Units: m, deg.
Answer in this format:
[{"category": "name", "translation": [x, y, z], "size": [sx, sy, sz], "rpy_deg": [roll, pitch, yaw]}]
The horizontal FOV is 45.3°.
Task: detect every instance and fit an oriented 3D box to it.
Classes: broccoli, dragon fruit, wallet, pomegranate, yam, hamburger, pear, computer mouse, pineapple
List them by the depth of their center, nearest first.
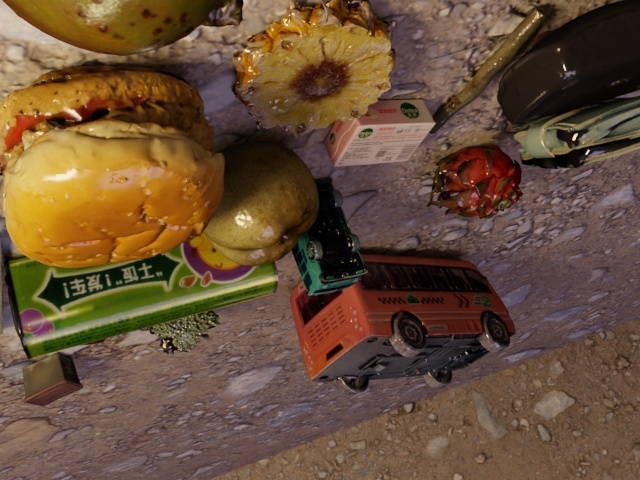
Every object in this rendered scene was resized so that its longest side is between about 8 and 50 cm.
[{"category": "pomegranate", "translation": [-0.151, -0.225, 0.490], "size": [0.198, 0.198, 0.246], "rpy_deg": [-33, 153, 21]}, {"category": "hamburger", "translation": [-0.214, -0.067, 0.790], "size": [0.244, 0.163, 0.244], "rpy_deg": [-20, 157, -9]}, {"category": "pineapple", "translation": [-0.002, -0.191, 0.858], "size": [0.221, 0.047, 0.221], "rpy_deg": [-18, 154, -9]}, {"category": "pear", "translation": [-0.080, -0.044, 0.979], "size": [0.167, 0.136, 0.167], "rpy_deg": [-37, 162, -14]}, {"category": "computer mouse", "translation": [0.359, -0.242, 0.982], "size": [0.269, 0.100, 0.170], "rpy_deg": [-17, 168, -16]}, {"category": "yam", "translation": [0.216, -0.218, 1.015], "size": [0.027, 0.029, 0.234], "rpy_deg": [22, 138, -21]}, {"category": "wallet", "translation": [0.386, -0.156, 1.084], "size": [0.176, 0.075, 0.250], "rpy_deg": [-19, -172, -2]}, {"category": "dragon fruit", "translation": [0.242, -0.087, 1.194], "size": [0.141, 0.121, 0.130], "rpy_deg": [10, 113, -10]}, {"category": "broccoli", "translation": [-0.216, 0.125, 1.272], "size": [0.122, 0.118, 0.204], "rpy_deg": [-36, 170, 3]}]

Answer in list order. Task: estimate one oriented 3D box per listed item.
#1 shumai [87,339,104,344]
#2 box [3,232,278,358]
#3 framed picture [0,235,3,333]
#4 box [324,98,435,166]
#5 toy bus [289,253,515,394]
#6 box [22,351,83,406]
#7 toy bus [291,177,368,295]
[{"category": "shumai", "translation": [-0.342, 0.104, 1.119], "size": [0.098, 0.087, 0.124], "rpy_deg": [-21, 154, 0]}, {"category": "box", "translation": [-0.241, 0.053, 1.048], "size": [0.345, 0.134, 0.097], "rpy_deg": [-15, 156, -19]}, {"category": "framed picture", "translation": [-0.526, 0.076, 0.993], "size": [0.216, 0.016, 0.273], "rpy_deg": [-8, 151, -27]}, {"category": "box", "translation": [0.078, -0.143, 1.023], "size": [0.125, 0.043, 0.089], "rpy_deg": [-7, 151, -30]}, {"category": "toy bus", "translation": [0.162, 0.149, 1.472], "size": [0.426, 0.233, 0.203], "rpy_deg": [4, 145, -41]}, {"category": "box", "translation": [-0.463, 0.237, 1.314], "size": [0.084, 0.063, 0.060], "rpy_deg": [-26, 157, 5]}, {"category": "toy bus", "translation": [0.000, 0.000, 1.108], "size": [0.079, 0.160, 0.092], "rpy_deg": [-11, 155, -24]}]
